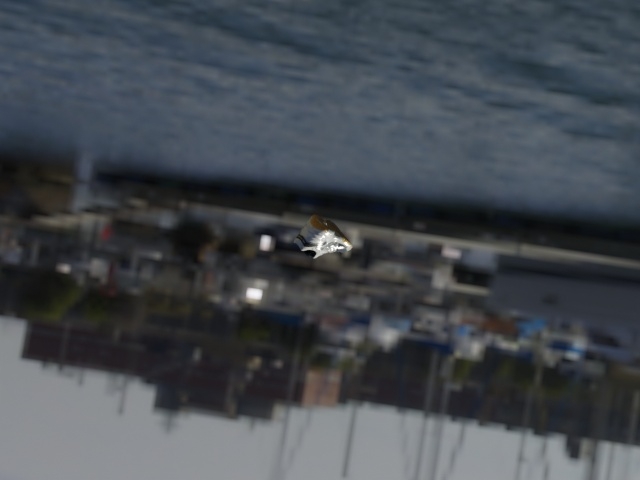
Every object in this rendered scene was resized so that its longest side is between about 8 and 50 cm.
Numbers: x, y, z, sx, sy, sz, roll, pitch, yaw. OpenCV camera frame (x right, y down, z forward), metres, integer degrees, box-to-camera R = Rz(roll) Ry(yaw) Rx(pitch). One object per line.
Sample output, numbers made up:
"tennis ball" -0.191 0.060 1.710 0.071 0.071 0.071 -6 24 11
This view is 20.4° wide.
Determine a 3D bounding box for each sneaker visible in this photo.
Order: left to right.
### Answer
"sneaker" 0.000 0.000 1.665 0.032 0.037 0.083 48 -170 26
